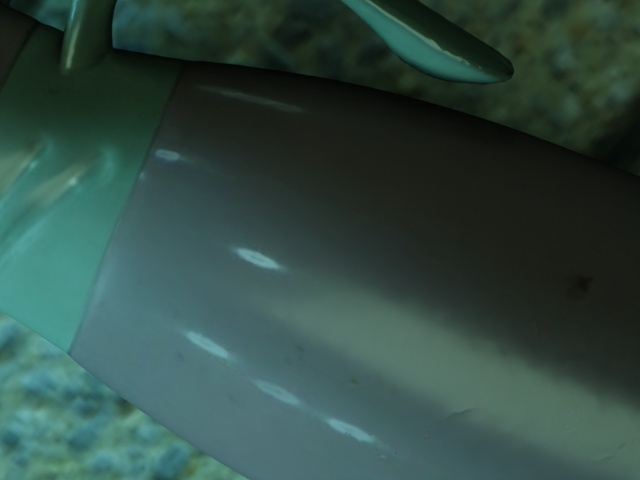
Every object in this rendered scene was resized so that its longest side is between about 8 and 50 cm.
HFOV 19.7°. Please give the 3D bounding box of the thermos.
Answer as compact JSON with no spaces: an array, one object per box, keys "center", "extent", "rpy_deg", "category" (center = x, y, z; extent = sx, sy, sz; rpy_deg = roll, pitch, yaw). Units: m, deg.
[{"center":[0.000,0.000,0.584],"extent":[0.265,0.146,0.176],"rpy_deg":[24,111,-6],"category":"thermos"}]
